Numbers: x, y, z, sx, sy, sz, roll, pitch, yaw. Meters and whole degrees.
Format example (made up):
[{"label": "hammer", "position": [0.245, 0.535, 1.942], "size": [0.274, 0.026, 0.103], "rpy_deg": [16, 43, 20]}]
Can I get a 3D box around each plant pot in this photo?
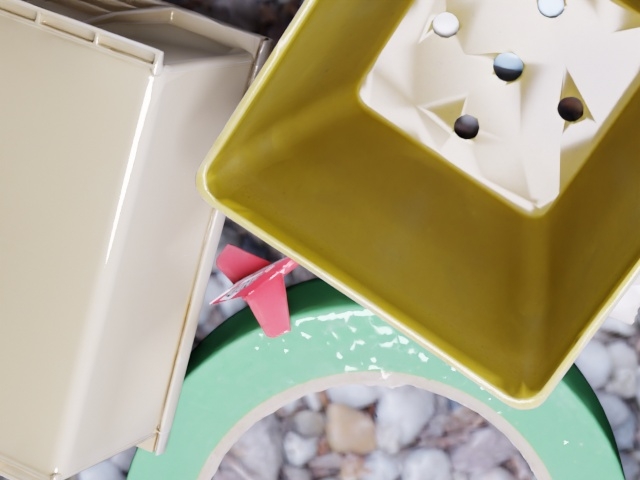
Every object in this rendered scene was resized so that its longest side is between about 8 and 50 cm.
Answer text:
[{"label": "plant pot", "position": [0.093, -0.076, 0.921], "size": [0.212, 0.187, 0.212], "rpy_deg": [34, 111, 1]}]

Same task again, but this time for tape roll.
[{"label": "tape roll", "position": [0.035, 0.182, 1.091], "size": [0.321, 0.077, 0.321], "rpy_deg": [1, 106, 4]}]

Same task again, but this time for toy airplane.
[{"label": "toy airplane", "position": [0.000, 0.000, 1.021], "size": [0.151, 0.028, 0.151], "rpy_deg": [-4, 69, 10]}]

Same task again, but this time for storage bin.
[{"label": "storage bin", "position": [-0.198, -0.027, 0.992], "size": [0.260, 0.123, 0.262], "rpy_deg": [21, 107, 19]}]

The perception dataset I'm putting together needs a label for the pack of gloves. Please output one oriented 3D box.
[{"label": "pack of gloves", "position": [0.111, -0.077, 1.041], "size": [0.232, 0.046, 0.195], "rpy_deg": [18, 110, 6]}]
